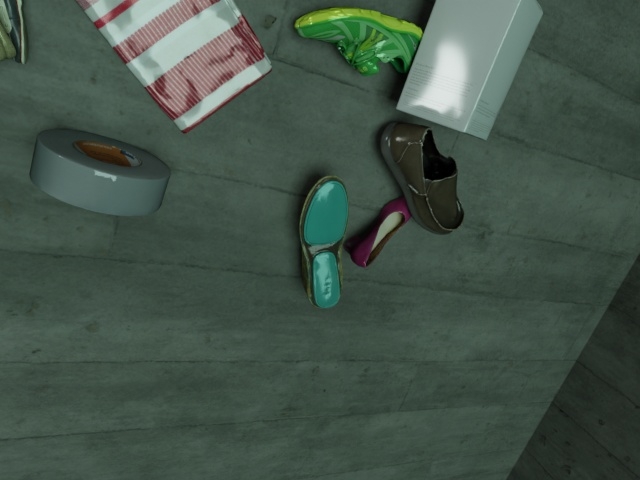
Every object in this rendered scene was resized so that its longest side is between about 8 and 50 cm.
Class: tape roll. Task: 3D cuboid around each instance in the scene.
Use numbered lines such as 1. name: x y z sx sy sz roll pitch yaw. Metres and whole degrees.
1. tape roll: -0.387 -0.124 0.823 0.219 0.219 0.072 14 110 -30

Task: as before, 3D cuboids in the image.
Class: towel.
1. towel: -0.264 -0.394 0.853 0.237 0.037 0.329 -37 125 -3

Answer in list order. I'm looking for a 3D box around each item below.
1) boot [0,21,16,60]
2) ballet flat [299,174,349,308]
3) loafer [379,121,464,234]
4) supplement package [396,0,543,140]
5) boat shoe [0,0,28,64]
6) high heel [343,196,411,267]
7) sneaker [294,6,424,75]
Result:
1. boot: -0.608 -0.348 0.655 0.203 0.095 0.261 -46 107 -35
2. ballet flat: 0.000 0.000 1.133 0.123 0.123 0.348 -9 115 -21
3. loafer: 0.282 -0.142 1.157 0.366 0.130 0.133 46 63 -34
4. supplement package: 0.326 -0.394 1.011 0.175 0.178 0.292 -8 123 -54
5. boat shoe: -0.505 -0.360 0.748 0.043 0.049 0.136 -5 114 -26
6. high heel: 0.178 -0.023 1.201 0.244 0.117 0.082 -32 124 -7
7. sneaker: 0.089 -0.412 0.963 0.296 0.109 0.123 0 111 -25
